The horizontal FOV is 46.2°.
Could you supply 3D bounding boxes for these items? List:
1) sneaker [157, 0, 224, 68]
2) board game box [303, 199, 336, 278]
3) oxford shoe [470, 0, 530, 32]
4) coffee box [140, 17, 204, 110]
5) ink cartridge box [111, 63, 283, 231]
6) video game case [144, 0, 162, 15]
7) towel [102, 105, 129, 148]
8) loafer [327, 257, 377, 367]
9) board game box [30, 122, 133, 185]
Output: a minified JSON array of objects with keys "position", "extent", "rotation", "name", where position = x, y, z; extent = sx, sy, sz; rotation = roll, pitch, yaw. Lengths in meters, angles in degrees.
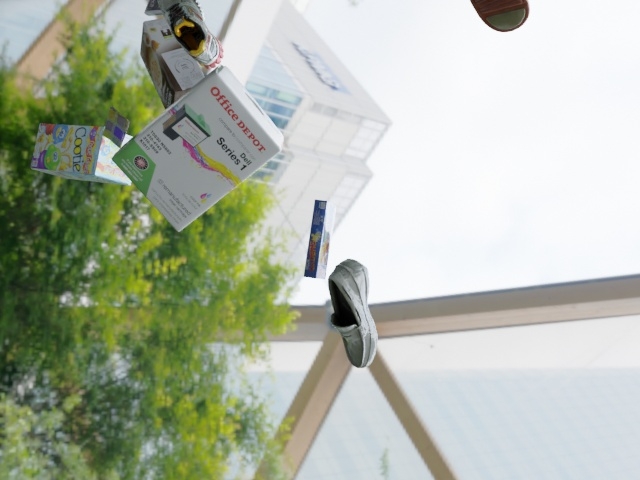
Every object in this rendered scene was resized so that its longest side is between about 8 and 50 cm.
[{"position":[-0.304,-0.499,1.714],"extent":[0.088,0.093,0.225],"rotation":[-40,-105,12],"name":"sneaker"},{"position":[0.000,0.000,1.964],"extent":[0.035,0.136,0.201],"rotation":[8,-93,12],"name":"board game box"},{"position":[0.332,-0.642,1.613],"extent":[0.141,0.397,0.146],"rotation":[-14,-143,31],"name":"oxford shoe"},{"position":[-0.409,-0.476,2.081],"extent":[0.246,0.098,0.141],"rotation":[63,-26,19],"name":"coffee box"},{"position":[-0.241,-0.187,1.513],"extent":[0.278,0.201,0.117],"rotation":[-37,-163,12],"name":"ink cartridge box"},{"position":[-0.409,-0.718,2.092],"extent":[0.173,0.022,0.190],"rotation":[16,-95,45],"name":"video game case"},{"position":[-0.458,-0.253,1.677],"extent":[0.060,0.009,0.083],"rotation":[39,-54,13],"name":"towel"},{"position":[0.072,0.198,1.910],"extent":[0.112,0.112,0.319],"rotation":[18,-52,44],"name":"loafer"},{"position":[-0.686,-0.252,2.187],"extent":[0.276,0.144,0.141],"rotation":[8,-94,32],"name":"board game box"}]
